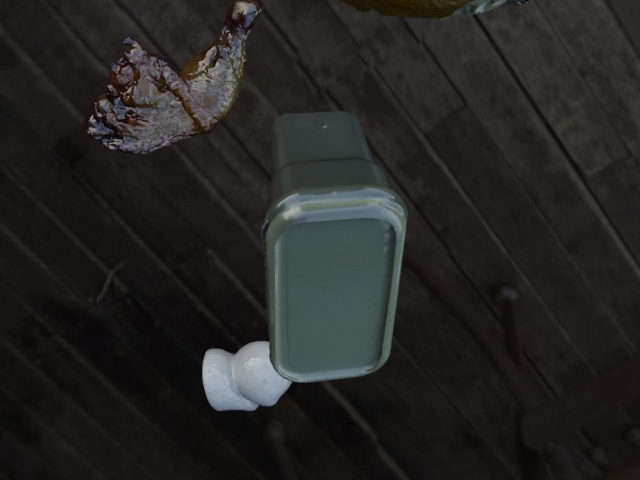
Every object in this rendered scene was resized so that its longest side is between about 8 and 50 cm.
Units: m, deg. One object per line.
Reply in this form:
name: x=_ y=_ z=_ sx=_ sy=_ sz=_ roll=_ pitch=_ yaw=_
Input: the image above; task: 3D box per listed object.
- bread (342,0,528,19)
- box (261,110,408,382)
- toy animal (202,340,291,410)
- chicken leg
bread: x=0.147 y=-0.390 z=1.296 sx=0.279 sy=0.225 sz=0.250 roll=29 pitch=162 yaw=14
box: x=0.000 y=0.000 z=1.097 sx=0.138 sy=0.178 sz=0.274 roll=-4 pitch=137 yaw=-7
toy animal: x=-0.063 y=0.196 z=1.653 sx=0.221 sy=0.103 sz=0.131 roll=-15 pitch=141 yaw=10
chicken leg: x=-0.216 y=-0.247 z=1.629 sx=0.322 sy=0.083 sz=0.177 roll=-22 pitch=113 yaw=-8
